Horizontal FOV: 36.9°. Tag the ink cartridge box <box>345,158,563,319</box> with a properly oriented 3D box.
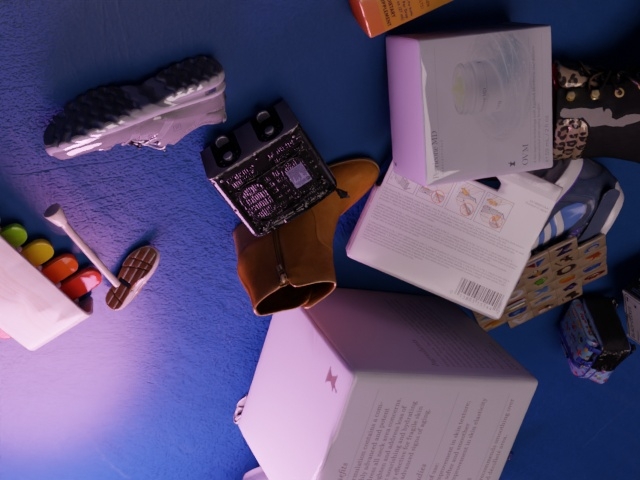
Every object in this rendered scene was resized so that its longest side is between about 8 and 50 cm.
[{"bbox_3d":[0.230,-0.036,1.672,0.296,0.066,0.261,24,101,-6],"label":"ink cartridge box"}]

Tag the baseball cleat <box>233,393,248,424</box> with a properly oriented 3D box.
[{"bbox_3d":[-0.122,0.378,1.973,0.109,0.072,0.206,-4,126,-3],"label":"baseball cleat"}]

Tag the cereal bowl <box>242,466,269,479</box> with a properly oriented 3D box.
[{"bbox_3d":[-0.070,0.549,2.042,0.339,0.141,0.339,-13,159,-5],"label":"cereal bowl"}]

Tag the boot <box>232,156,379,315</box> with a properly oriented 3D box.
[{"bbox_3d":[-0.001,0.000,1.589,0.295,0.211,0.104,-29,134,2],"label":"boot"}]

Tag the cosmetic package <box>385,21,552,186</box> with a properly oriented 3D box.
[{"bbox_3d":[0.233,-0.217,1.504,0.225,0.138,0.224,-10,107,-14],"label":"cosmetic package"}]

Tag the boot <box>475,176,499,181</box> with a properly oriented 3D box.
[{"bbox_3d":[0.288,-0.175,1.664,0.198,0.077,0.137,-13,127,-14],"label":"boot"}]

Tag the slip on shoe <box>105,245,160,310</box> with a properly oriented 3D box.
[{"bbox_3d":[-0.314,0.062,1.629,0.135,0.051,0.041,-56,167,15],"label":"slip on shoe"}]

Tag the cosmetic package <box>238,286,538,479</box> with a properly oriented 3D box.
[{"bbox_3d":[0.115,0.304,1.782,0.394,0.327,0.329,7,112,-28],"label":"cosmetic package"}]

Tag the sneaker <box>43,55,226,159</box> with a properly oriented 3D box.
[{"bbox_3d":[-0.262,-0.167,1.408,0.281,0.105,0.115,-20,133,-7],"label":"sneaker"}]

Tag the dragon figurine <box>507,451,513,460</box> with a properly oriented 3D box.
[{"bbox_3d":[0.315,0.552,2.284,0.289,0.085,0.144,-15,133,-12],"label":"dragon figurine"}]

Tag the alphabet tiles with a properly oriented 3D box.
[{"bbox_3d":[0.435,0.089,1.903,0.285,0.011,0.342,-27,154,6],"label":"alphabet tiles"}]

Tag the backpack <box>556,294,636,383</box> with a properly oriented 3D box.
[{"bbox_3d":[0.582,0.223,2.079,0.117,0.158,0.173,0,140,-13],"label":"backpack"}]

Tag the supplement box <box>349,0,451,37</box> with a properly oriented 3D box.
[{"bbox_3d":[0.156,-0.391,1.415,0.233,0.080,0.078,-27,136,-3],"label":"supplement box"}]

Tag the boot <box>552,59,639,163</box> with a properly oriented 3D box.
[{"bbox_3d":[0.529,-0.274,1.585,0.284,0.138,0.377,1,132,4],"label":"boot"}]

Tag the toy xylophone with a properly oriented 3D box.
[{"bbox_3d":[-0.463,0.049,1.523,0.236,0.081,0.322,-26,134,-1],"label":"toy xylophone"}]

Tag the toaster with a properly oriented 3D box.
[{"bbox_3d":[-0.077,-0.111,1.532,0.168,0.110,0.185,-31,133,5],"label":"toaster"}]

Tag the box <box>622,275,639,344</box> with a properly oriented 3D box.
[{"bbox_3d":[0.781,0.095,2.041,0.290,0.087,0.169,-35,135,-14],"label":"box"}]

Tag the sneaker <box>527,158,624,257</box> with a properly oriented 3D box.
[{"bbox_3d":[0.434,-0.012,1.820,0.236,0.130,0.323,31,106,-35],"label":"sneaker"}]
